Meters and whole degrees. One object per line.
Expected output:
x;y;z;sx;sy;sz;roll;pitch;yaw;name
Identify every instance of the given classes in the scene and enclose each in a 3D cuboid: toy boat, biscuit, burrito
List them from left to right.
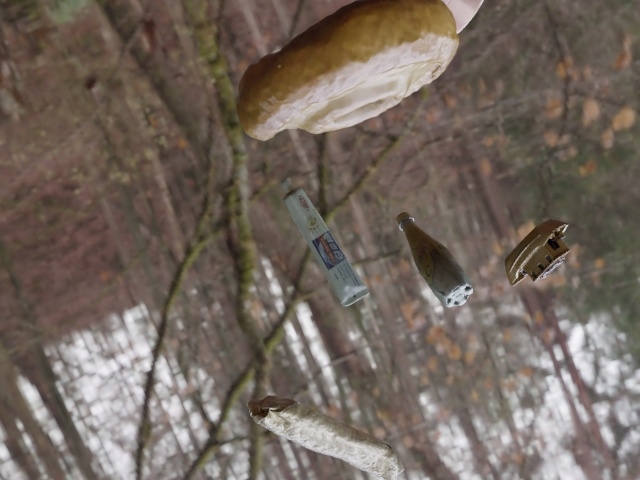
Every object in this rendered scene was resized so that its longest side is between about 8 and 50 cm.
0.016;0.294;1.651;0.059;0.275;0.082;-62;-156;-1;burrito
0.046;-0.193;1.238;0.274;0.091;0.213;-18;171;-35;biscuit
0.399;0.030;2.027;0.057;0.077;0.200;-30;165;-29;toy boat

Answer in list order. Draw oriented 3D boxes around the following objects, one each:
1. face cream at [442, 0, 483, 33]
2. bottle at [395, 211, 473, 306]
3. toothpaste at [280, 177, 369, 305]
0.134;-0.336;1.411;0.149;0.104;0.149;-39;-143;37;face cream
0.239;0.034;2.421;0.083;0.083;0.270;-24;-132;-11;bottle
0.000;0.000;1.799;0.060;0.233;0.038;-32;-179;-35;toothpaste
